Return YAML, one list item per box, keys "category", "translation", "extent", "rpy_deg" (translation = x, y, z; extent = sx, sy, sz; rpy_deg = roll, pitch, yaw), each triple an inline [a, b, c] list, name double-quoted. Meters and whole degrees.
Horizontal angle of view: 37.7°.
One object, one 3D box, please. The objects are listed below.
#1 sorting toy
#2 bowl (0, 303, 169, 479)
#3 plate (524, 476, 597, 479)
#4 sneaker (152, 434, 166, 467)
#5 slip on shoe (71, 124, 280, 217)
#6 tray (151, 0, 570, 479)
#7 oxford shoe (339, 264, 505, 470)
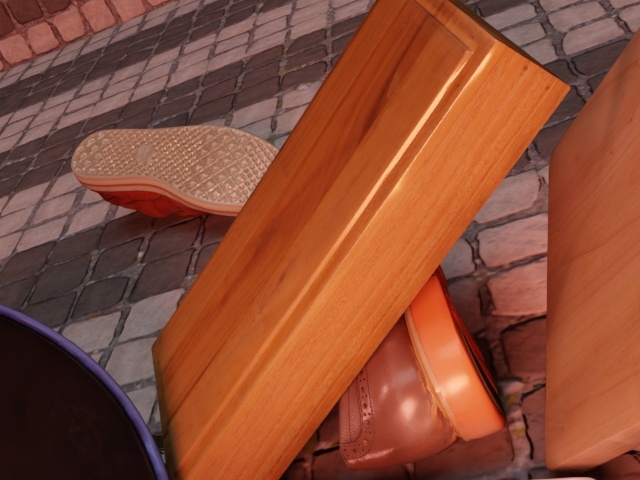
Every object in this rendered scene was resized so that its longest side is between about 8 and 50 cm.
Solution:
- category: "sorting toy"
  translation: [0.228, 0.001, 0.587]
  extent: [0.090, 0.257, 0.255]
  rpy_deg: [9, 65, -4]
- category: "bowl"
  translation: [-0.274, 0.191, 0.595]
  extent: [0.077, 0.391, 0.391]
  rpy_deg: [-57, 4, 41]
- category: "plate"
  translation: [0.025, 0.264, 0.546]
  extent: [0.277, 0.045, 0.278]
  rpy_deg: [-10, 32, 25]
- category: "sneaker"
  translation: [-0.188, 0.199, 0.796]
  extent: [0.189, 0.071, 0.066]
  rpy_deg: [-23, 28, 4]
- category: "slip on shoe"
  translation: [-0.169, -0.080, 1.220]
  extent: [0.332, 0.101, 0.123]
  rpy_deg: [6, 62, 26]
- category: "tray"
  translation: [0.000, 0.000, 0.735]
  extent: [0.410, 0.076, 0.202]
  rpy_deg: [-55, 28, 18]
- category: "oxford shoe"
  translation: [0.041, 0.048, 0.815]
  extent: [0.133, 0.130, 0.363]
  rpy_deg: [-28, 28, 8]
